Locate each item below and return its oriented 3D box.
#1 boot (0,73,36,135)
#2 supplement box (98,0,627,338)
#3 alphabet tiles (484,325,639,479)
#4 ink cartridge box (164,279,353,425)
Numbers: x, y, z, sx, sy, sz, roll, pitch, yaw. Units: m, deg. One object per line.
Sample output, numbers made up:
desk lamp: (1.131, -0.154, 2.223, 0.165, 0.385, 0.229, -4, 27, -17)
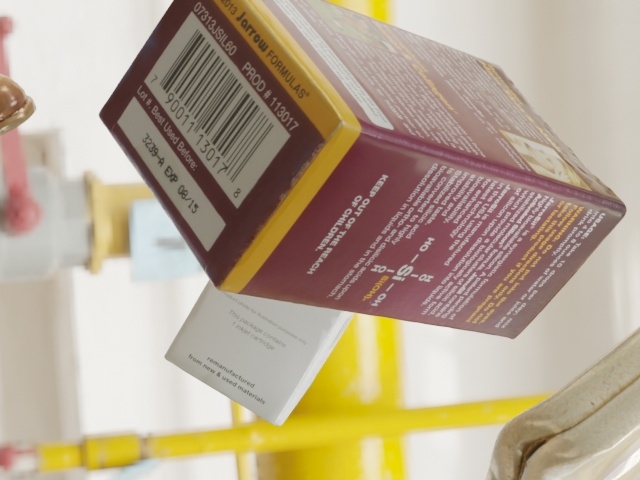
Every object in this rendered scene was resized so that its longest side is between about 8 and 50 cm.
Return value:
boot: (-0.269, -0.140, 0.969, 0.073, 0.197, 0.152, -49, 143, -50)
supplement box: (0.021, -0.030, 0.632, 0.081, 0.188, 0.104, -52, -127, 22)
alphabet tiles: (0.092, 0.070, 0.451, 0.021, 0.278, 0.284, 47, -18, 21)
ink cartridge box: (0.000, 0.000, 0.931, 0.190, 0.082, 0.139, -61, 176, 6)
